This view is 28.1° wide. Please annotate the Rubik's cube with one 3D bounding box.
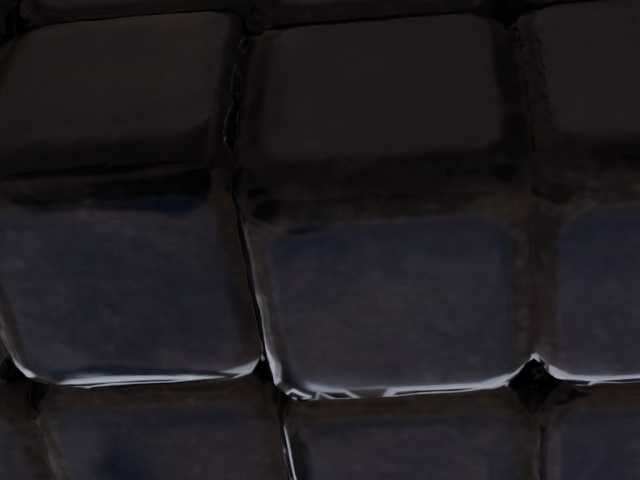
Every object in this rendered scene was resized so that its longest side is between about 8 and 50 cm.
[{"bbox_3d":[0.000,0.000,0.563,0.337,0.344,0.343,-3,-141,5],"label":"Rubik's cube"}]
